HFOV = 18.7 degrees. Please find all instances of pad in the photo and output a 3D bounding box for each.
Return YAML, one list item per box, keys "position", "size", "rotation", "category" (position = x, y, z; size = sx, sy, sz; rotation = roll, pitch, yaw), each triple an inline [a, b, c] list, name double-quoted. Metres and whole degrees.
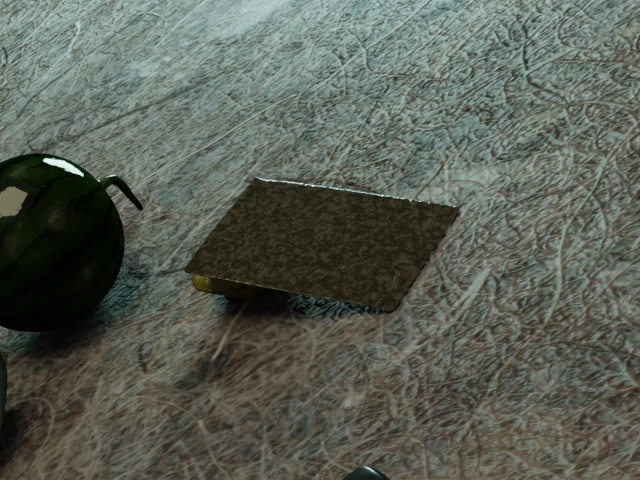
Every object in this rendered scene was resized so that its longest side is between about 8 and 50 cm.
- position: [0.000, 0.000, 1.883]
  size: [0.235, 0.003, 0.158]
  rotation: [9, 43, 28]
  category: "pad"

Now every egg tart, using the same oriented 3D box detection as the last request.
- position: [-0.073, 0.018, 1.949]
  size: [0.130, 0.052, 0.130]
  rotation: [-23, 28, 13]
  category: "egg tart"

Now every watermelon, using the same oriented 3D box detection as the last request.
- position: [-0.292, -0.006, 2.066]
  size: [0.214, 0.188, 0.188]
  rotation: [-44, 29, -14]
  category: "watermelon"

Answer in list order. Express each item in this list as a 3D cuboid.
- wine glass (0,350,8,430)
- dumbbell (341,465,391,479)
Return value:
- position: [-0.374, 0.193, 1.867]
  size: [0.126, 0.126, 0.241]
  rotation: [-20, 29, 20]
  category: "wine glass"
- position: [-0.011, 0.255, 1.407]
  size: [0.191, 0.100, 0.100]
  rotation: [-36, 27, -14]
  category: "dumbbell"
